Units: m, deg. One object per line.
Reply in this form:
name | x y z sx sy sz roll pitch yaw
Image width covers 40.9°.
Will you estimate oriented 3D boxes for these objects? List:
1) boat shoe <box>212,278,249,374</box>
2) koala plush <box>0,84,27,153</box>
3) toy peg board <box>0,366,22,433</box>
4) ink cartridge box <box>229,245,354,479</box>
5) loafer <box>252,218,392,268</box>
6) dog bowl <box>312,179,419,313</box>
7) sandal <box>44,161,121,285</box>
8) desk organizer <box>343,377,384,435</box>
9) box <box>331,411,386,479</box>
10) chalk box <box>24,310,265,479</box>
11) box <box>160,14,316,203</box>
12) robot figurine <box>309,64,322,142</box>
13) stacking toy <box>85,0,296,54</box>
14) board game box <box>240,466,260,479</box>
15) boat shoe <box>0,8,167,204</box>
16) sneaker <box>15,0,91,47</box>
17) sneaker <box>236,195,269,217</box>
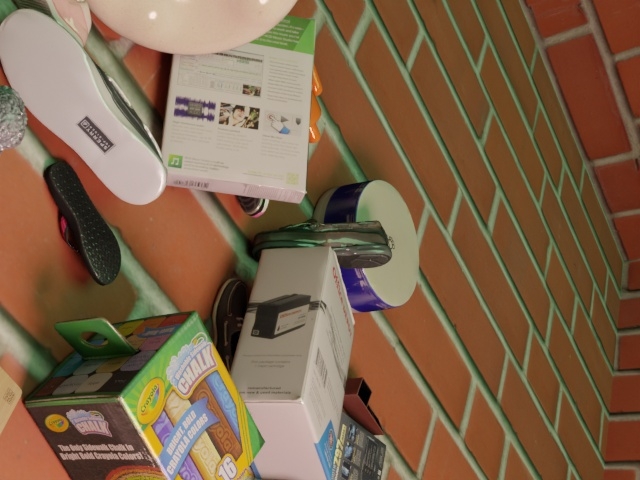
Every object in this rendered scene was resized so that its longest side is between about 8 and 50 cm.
boat shoe | -0.133 0.157 1.381 0.075 0.065 0.206 37 51 -47
koala plush | -0.457 -0.153 0.900 0.221 0.203 0.196 -13 83 -37
toy peg board | -0.428 0.184 0.924 0.161 0.079 0.161 69 30 -44
ink cartridge box | -0.040 0.193 1.371 0.307 0.129 0.223 -78 160 -44
loafer | 0.000 0.000 1.550 0.267 0.096 0.084 4 63 -24
dog bowl | 0.096 0.012 1.742 0.265 0.104 0.265 21 64 -53
sandal | -0.326 -0.020 1.165 0.179 0.040 0.067 63 28 1
desk organizer | 0.084 0.327 1.684 0.130 0.050 0.047 58 38 -30
box | 0.037 0.450 1.568 0.183 0.059 0.233 45 47 -43
chalk box | -0.234 0.210 1.104 0.179 0.180 0.289 -50 124 -51
box | -0.130 -0.229 1.380 0.232 0.058 0.322 8 70 -12
robot figurine | -0.080 -0.261 1.526 0.128 0.158 0.219 -82 150 -64
stacking toy | -0.209 -0.557 1.328 0.350 0.350 0.480 40 31 -45
board game box | -0.157 0.427 1.295 0.136 0.035 0.201 42 49 -44
boat shoe | -0.315 -0.185 1.173 0.301 0.108 0.102 50 9 -20
sneaker | -0.364 -0.323 1.174 0.134 0.051 0.070 54 38 -39
sneaker | -0.138 -0.122 1.458 0.074 0.063 0.170 0 76 -58
